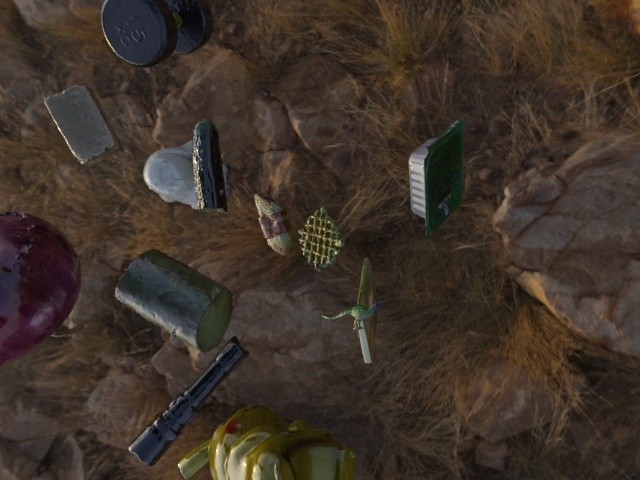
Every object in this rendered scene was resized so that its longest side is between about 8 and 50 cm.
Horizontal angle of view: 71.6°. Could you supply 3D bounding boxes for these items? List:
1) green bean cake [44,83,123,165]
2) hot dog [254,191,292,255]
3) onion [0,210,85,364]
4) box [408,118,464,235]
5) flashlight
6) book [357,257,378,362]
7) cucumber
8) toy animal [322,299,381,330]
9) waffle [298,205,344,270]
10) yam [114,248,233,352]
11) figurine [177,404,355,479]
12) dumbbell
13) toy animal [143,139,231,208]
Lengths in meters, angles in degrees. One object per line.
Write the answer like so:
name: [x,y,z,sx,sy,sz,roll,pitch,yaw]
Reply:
green bean cake: [-0.592,-0.290,1.119,0.109,0.085,0.179,-26,98,-9]
hot dog: [-0.172,-0.069,1.718,0.123,0.093,0.262,-8,103,25]
onion: [-0.687,0.127,0.937,0.357,0.358,0.345,-8,109,26]
box: [0.392,-0.218,1.539,0.106,0.264,0.337,23,137,37]
flashlight: [-0.378,0.464,1.315,0.103,0.103,0.424,39,76,13]
book: [0.174,0.246,1.651,0.035,0.352,0.240,-5,116,15]
cucumber: [-0.270,-0.172,1.065,0.074,0.074,0.242,14,122,22]
toy animal: [0.095,0.243,1.367,0.216,0.041,0.075,-22,72,36]
waffle: [0.002,0.000,1.752,0.204,0.054,0.224,-45,60,32]
yam: [-0.343,0.135,1.060,0.267,0.161,0.161,27,110,13]
figurine: [-0.083,0.379,0.750,0.326,0.218,0.169,-4,76,55]
dumbbell: [-0.477,-0.652,1.334,0.203,0.323,0.204,6,123,10]
toy animal: [-0.437,-0.209,1.504,0.249,0.289,0.174,51,133,3]
